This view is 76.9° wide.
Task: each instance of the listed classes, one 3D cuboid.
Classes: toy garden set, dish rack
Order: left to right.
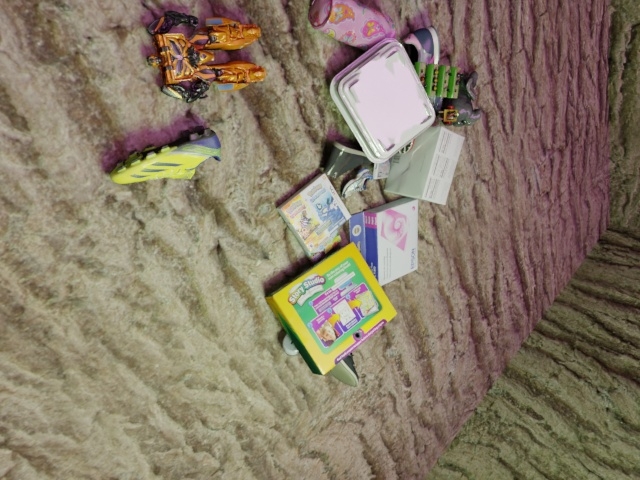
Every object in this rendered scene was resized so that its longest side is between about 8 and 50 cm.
[{"bbox_3d":[0.219,-0.444,1.305,0.286,0.072,0.332,-38,115,-2],"label":"dish rack"},{"bbox_3d":[0.427,-0.522,1.447,0.244,0.049,0.203,-12,113,-36],"label":"toy garden set"}]

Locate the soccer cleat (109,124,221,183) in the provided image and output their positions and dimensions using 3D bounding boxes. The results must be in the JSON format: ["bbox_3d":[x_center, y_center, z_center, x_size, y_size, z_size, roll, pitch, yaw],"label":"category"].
[{"bbox_3d":[-0.384,-0.197,1.038,0.289,0.093,0.121,-31,129,-26],"label":"soccer cleat"}]

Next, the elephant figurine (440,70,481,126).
[{"bbox_3d":[0.562,-0.592,1.625,0.170,0.186,0.239,4,93,5],"label":"elephant figurine"}]

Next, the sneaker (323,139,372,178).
[{"bbox_3d":[0.096,-0.274,1.410,0.222,0.083,0.118,3,125,-48],"label":"sneaker"}]

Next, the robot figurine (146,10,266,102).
[{"bbox_3d":[-0.288,-0.469,1.024,0.291,0.085,0.210,-21,116,-31],"label":"robot figurine"}]

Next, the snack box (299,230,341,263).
[{"bbox_3d":[0.000,0.000,1.438,0.141,0.037,0.100,-40,123,-21],"label":"snack box"}]

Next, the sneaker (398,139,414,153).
[{"bbox_3d":[0.315,-0.456,1.467,0.118,0.107,0.278,-8,97,-45],"label":"sneaker"}]

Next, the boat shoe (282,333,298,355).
[{"bbox_3d":[-0.026,0.310,1.498,0.302,0.109,0.094,-38,162,-24],"label":"boat shoe"}]

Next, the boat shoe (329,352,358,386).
[{"bbox_3d":[0.080,0.464,1.609,0.340,0.127,0.113,56,47,-33],"label":"boat shoe"}]

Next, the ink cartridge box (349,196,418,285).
[{"bbox_3d":[0.267,0.017,1.634,0.330,0.071,0.323,-21,117,-33],"label":"ink cartridge box"}]

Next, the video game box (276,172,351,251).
[{"bbox_3d":[-0.018,-0.095,1.363,0.205,0.048,0.187,-42,110,-20],"label":"video game box"}]

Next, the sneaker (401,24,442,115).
[{"bbox_3d":[0.370,-0.609,1.496,0.131,0.112,0.318,-20,118,-9],"label":"sneaker"}]

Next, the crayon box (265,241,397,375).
[{"bbox_3d":[0.044,0.230,1.419,0.363,0.106,0.313,-32,90,-26],"label":"crayon box"}]

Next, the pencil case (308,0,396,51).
[{"bbox_3d":[0.103,-0.673,1.245,0.284,0.124,0.124,-3,107,-38],"label":"pencil case"}]

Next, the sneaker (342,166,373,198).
[{"bbox_3d":[0.133,-0.196,1.437,0.135,0.058,0.052,-46,164,13],"label":"sneaker"}]

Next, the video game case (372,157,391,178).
[{"bbox_3d":[0.232,-0.302,1.486,0.157,0.019,0.143,-23,121,-62],"label":"video game case"}]

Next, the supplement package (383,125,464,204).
[{"bbox_3d":[0.389,-0.289,1.535,0.145,0.204,0.261,8,99,-38],"label":"supplement package"}]
